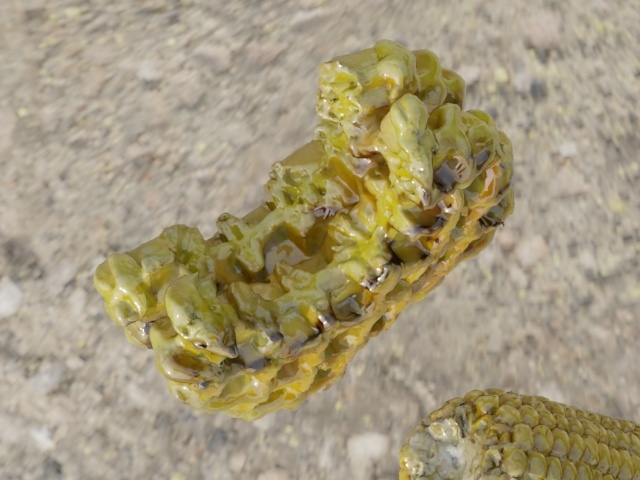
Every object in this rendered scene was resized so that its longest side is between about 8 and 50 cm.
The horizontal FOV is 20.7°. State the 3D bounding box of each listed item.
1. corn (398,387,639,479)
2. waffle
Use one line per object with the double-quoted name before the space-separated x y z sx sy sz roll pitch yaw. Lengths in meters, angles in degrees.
"corn" 0.168 0.141 0.903 0.293 0.106 0.106 23 107 -32
"waffle" 0.000 0.000 1.350 0.324 0.261 0.151 -39 65 8
